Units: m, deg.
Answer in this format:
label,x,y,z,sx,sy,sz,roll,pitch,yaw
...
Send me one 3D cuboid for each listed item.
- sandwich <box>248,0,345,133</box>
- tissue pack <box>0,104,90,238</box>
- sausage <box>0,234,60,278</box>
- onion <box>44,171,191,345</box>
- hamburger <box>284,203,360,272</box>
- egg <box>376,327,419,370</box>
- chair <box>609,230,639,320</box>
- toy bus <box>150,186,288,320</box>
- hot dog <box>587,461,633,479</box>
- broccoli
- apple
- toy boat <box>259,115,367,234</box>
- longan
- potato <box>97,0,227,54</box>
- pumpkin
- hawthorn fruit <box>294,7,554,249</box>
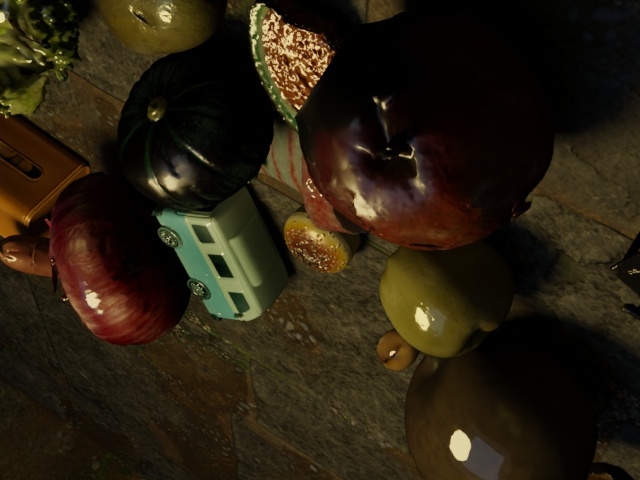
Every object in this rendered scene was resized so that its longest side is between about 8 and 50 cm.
label,x,y,z,sx,sy,sz,roll,pitch,yaw
sandwich,-0.014,-0.249,1.536,0.159,0.079,0.235,-9,129,42
tissue pack,-0.629,-0.138,2.302,0.274,0.194,0.145,34,147,10
sausage,-0.458,0.052,2.282,0.433,0.088,0.088,16,170,-38
onion,-0.341,0.022,2.116,0.285,0.347,0.347,-27,118,14
hamburger,0.000,0.000,1.848,0.126,0.081,0.141,37,158,3
egg,0.138,0.185,1.967,0.071,0.071,0.083,42,139,-4
chair,0.413,0.049,1.240,0.154,0.260,0.141,42,152,-3
toy bus,-0.162,0.020,2.026,0.165,0.133,0.271,8,136,38
hot dog,0.510,0.531,1.972,0.326,0.107,0.194,50,150,-17
broccoli,-0.547,-0.372,1.772,0.348,0.281,0.293,33,152,12
apple,0.182,0.075,1.640,0.200,0.200,0.200,29,150,19
toy boat,-0.041,-0.122,1.755,0.282,0.096,0.206,28,145,46
longan,0.266,0.284,1.743,0.288,0.288,0.350,50,159,-17
potato,-0.225,-0.338,1.571,0.174,0.159,0.251,67,158,0
pumpkin,-0.168,-0.156,1.701,0.248,0.248,0.248,29,150,19
hawthorn fruit,0.117,-0.134,1.328,0.316,0.316,0.316,29,150,19
